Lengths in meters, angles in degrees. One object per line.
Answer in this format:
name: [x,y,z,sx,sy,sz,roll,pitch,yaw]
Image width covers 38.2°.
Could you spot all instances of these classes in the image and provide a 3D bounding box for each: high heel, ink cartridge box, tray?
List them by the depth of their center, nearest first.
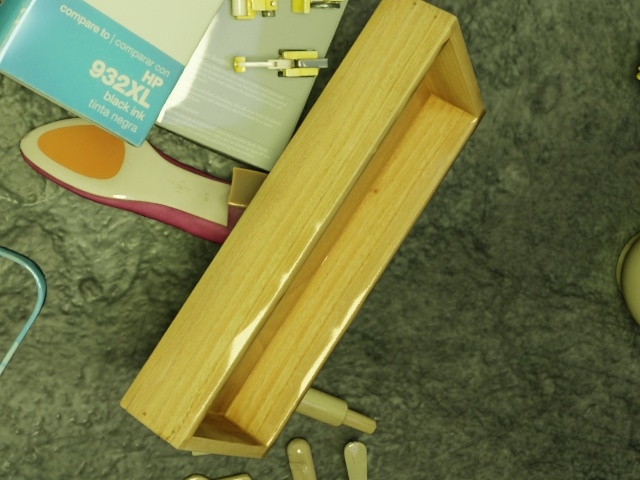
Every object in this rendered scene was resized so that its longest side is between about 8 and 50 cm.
ink cartridge box: [-0.149,-0.253,0.712,0.129,0.223,0.307,29,91,-35]
tray: [0.000,0.000,0.837,0.076,0.203,0.411,32,86,22]
high heel: [-0.154,-0.045,0.866,0.244,0.117,0.082,8,65,-6]

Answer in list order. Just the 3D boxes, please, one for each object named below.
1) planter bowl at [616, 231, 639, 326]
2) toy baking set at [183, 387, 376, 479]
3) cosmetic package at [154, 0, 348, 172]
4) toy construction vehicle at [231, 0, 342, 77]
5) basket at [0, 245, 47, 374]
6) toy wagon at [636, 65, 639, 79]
planter bowl: [0.405,0.042,1.043,0.162,0.109,0.162,-4,103,-19]
toy baking set: [-0.032,0.245,0.982,0.256,0.030,0.196,20,101,-16]
cosmetic package: [-0.060,-0.194,0.832,0.127,0.107,0.238,23,91,-23]
toy construction vehicle: [-0.025,-0.179,0.774,0.098,0.035,0.085,-2,104,-22]
basket: [-0.394,0.077,0.721,0.289,0.201,0.254,26,92,-13]
toy wagon: [0.494,-0.209,1.040,0.344,0.068,0.267,-8,104,-17]
